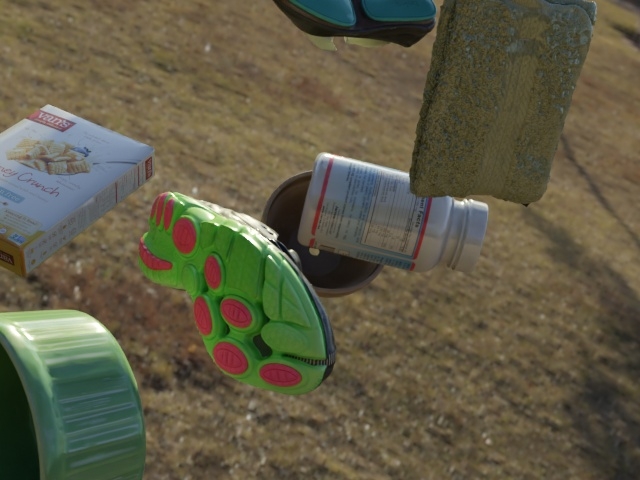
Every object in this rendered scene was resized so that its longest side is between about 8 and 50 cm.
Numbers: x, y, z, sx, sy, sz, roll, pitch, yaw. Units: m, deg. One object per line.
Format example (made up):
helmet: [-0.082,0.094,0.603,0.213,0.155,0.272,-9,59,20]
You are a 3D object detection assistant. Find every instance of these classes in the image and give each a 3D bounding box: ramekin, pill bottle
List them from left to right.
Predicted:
ramekin: [-0.340,0.225,1.326,0.148,0.303,0.303,-7,39,-42]
pill bottle: [0.065,-0.020,0.995,0.160,0.087,0.087,14,25,-1]

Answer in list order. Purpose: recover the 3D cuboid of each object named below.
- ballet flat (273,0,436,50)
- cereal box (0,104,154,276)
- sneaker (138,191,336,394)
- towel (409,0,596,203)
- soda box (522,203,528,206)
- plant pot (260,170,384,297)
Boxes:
ballet flat: [0.039,-0.318,1.601,0.280,0.096,0.095,4,56,-28]
cereal box: [-0.333,-0.067,1.299,0.173,0.047,0.240,23,42,20]
sneaker: [-0.089,0.052,1.526,0.202,0.185,0.483,9,19,-31]
towel: [0.117,-0.092,0.721,0.110,0.148,0.027,2,27,-20]
soda box: [0.288,-0.130,1.807,0.169,0.060,0.053,35,58,21]
plant pot: [0.000,0.000,1.999,0.237,0.110,0.237,5,68,-14]
